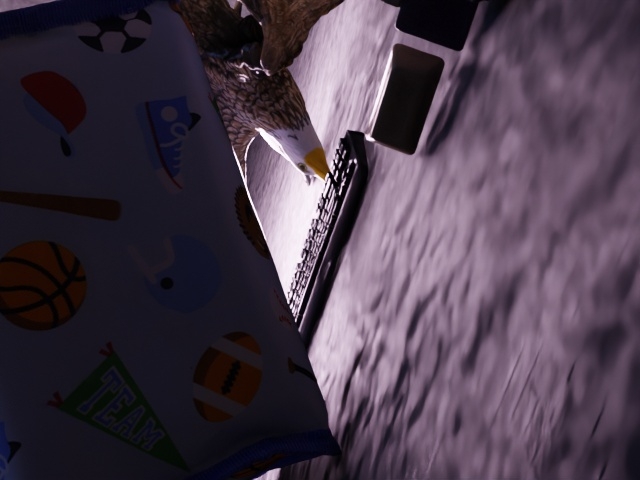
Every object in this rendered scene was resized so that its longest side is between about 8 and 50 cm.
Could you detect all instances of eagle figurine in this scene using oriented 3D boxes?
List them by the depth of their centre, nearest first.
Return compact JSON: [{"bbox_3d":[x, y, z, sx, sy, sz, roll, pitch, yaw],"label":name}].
[{"bbox_3d":[-0.066,-0.119,1.001,0.298,0.226,0.225,128,136,-58],"label":"eagle figurine"}]

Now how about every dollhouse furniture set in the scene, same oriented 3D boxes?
[{"bbox_3d":[0.043,-0.121,0.674,0.081,0.091,0.114,-58,-13,-60],"label":"dollhouse furniture set"}]

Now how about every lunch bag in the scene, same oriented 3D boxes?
[{"bbox_3d":[-0.161,0.047,0.809,0.385,0.238,0.328,134,119,-67],"label":"lunch bag"}]

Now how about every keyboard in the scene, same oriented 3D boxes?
[{"bbox_3d":[0.000,0.000,0.893,0.108,0.023,0.180,-92,20,-65],"label":"keyboard"}]

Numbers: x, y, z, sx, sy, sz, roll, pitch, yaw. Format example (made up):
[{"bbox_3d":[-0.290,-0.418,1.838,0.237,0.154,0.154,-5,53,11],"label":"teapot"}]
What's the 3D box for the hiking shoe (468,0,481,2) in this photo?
[{"bbox_3d":[0.042,-0.211,0.596,0.304,0.132,0.113,-97,25,-65],"label":"hiking shoe"}]
